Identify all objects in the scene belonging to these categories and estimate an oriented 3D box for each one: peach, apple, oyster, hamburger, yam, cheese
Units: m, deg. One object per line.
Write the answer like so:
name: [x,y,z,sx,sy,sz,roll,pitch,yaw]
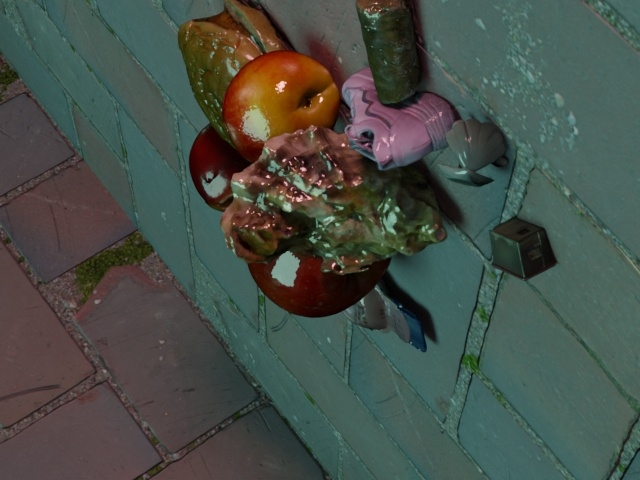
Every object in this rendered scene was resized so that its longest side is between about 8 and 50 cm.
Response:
peach: [-0.168,-0.154,2.634,0.197,0.197,0.197,49,160,25]
apple: [0.000,0.000,2.324,0.216,0.260,0.260,36,153,31]
peach: [-0.068,-0.218,2.229,0.192,0.190,0.190,-1,121,47]
oyster: [0.029,-0.054,2.115,0.115,0.351,0.237,-47,-29,-78]
hamburger: [-0.145,-0.284,2.418,0.265,0.134,0.285,40,157,48]
yam: [0.098,-0.275,1.901,0.078,0.078,0.179,40,155,43]
cheese: [0.100,0.115,2.529,0.286,0.074,0.189,34,151,44]

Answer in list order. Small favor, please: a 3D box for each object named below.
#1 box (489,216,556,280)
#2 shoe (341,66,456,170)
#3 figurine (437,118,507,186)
box: [0.282,0.010,1.918,0.085,0.060,0.063,28,141,58]
shoe: [0.085,-0.175,1.997,0.245,0.138,0.095,35,146,50]
figurine: [0.213,-0.121,1.865,0.094,0.086,0.082,15,175,-1]
